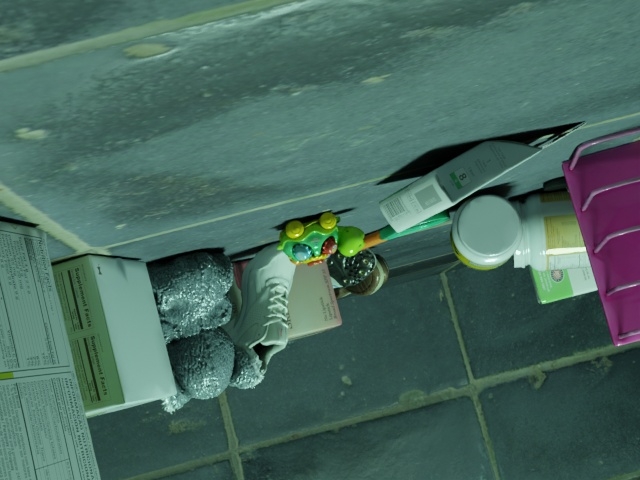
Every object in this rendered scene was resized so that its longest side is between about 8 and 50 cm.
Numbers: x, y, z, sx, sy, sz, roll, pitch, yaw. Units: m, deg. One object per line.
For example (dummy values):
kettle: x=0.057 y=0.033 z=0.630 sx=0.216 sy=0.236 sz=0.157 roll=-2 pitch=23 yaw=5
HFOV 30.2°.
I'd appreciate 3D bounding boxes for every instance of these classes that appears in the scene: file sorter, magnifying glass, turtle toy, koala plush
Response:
file sorter: x=0.490 y=-0.016 z=1.705 sx=0.202 sy=0.291 sz=0.182 roll=-15 pitch=171 yaw=6
magnifying glass: x=0.129 y=-0.015 z=2.077 sx=0.231 sy=0.026 sz=0.092 roll=-19 pitch=172 yaw=42
turtle toy: x=0.000 y=0.000 z=1.713 sx=0.130 sy=0.066 sz=0.095 roll=-13 pitch=174 yaw=-11
koala plush: x=-0.194 y=0.140 z=1.795 sx=0.196 sy=0.221 sz=0.203 roll=-11 pitch=173 yaw=-26

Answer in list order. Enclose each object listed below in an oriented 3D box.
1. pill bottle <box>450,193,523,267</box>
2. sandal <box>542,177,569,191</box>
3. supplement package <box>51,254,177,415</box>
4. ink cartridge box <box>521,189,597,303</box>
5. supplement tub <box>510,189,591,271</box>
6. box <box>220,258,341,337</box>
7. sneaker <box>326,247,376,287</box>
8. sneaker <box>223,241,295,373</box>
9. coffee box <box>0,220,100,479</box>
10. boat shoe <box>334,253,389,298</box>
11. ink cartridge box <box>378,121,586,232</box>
pill bottle: x=0.278 y=-0.015 z=1.987 sx=0.119 sy=0.119 sz=0.208 roll=-15 pitch=173 yaw=3
sandal: x=0.463 y=-0.094 z=2.066 sx=0.179 sy=0.040 sz=0.067 roll=-11 pitch=173 yaw=-30
supplement package: x=-0.366 y=0.151 z=1.594 sx=0.262 sy=0.198 sz=0.199 roll=-16 pitch=173 yaw=11
ink cartridge box: x=0.526 y=-0.007 z=2.266 sx=0.272 sy=0.198 sz=0.115 roll=-15 pitch=174 yaw=6
supplement tub: x=0.445 y=-0.020 z=2.145 sx=0.199 sy=0.144 sz=0.144 roll=-5 pitch=175 yaw=7
box: x=-0.102 y=0.109 z=2.074 sx=0.232 sy=0.149 sz=0.127 roll=-11 pitch=172 yaw=-36
sneaker: x=0.012 y=0.056 z=2.251 sx=0.237 sy=0.085 sz=0.086 roll=-24 pitch=-164 yaw=37
sneaker: x=-0.079 y=0.119 z=1.891 sx=0.090 sy=0.232 sz=0.115 roll=10 pitch=-165 yaw=-38
coffee box: x=-0.426 y=0.179 z=1.072 sx=0.337 sy=0.338 sz=0.334 roll=-15 pitch=174 yaw=8
boat shoe: x=0.081 y=0.054 z=2.358 sx=0.095 sy=0.095 sz=0.257 roll=-27 pitch=-175 yaw=-24
ink cartridge box: x=0.203 y=-0.096 z=1.509 sx=0.224 sy=0.056 sz=0.181 roll=-32 pitch=-179 yaw=-22
